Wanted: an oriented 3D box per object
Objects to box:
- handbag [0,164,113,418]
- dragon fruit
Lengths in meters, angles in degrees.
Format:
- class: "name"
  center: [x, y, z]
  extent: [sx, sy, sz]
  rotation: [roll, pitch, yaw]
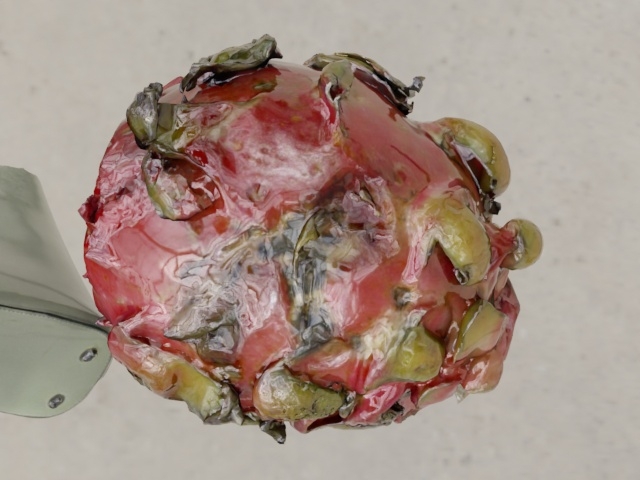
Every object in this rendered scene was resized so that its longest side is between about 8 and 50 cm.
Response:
- class: "handbag"
  center: [-0.280, -0.020, 1.332]
  extent: [0.109, 0.241, 0.315]
  rotation: [-48, 48, 24]
- class: "dragon fruit"
  center: [0.000, 0.000, 1.205]
  extent: [0.291, 0.250, 0.269]
  rotation: [12, 116, 17]
